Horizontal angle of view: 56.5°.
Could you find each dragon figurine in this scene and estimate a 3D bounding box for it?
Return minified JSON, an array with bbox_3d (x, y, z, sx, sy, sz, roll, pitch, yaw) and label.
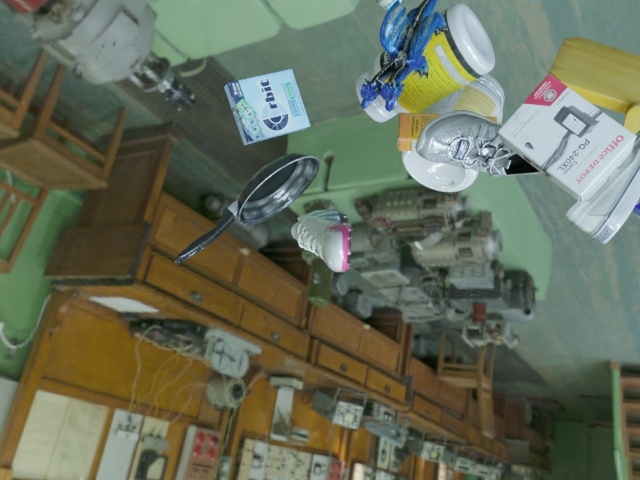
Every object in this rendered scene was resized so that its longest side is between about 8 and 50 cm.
[{"bbox_3d":[0.156,-0.356,1.026,0.085,0.289,0.144,26,-159,15],"label":"dragon figurine"}]

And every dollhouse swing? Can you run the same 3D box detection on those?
[{"bbox_3d":[0.731,-0.310,1.502,0.305,0.347,0.315,12,132,24],"label":"dollhouse swing"}]

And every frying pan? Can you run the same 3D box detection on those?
[{"bbox_3d":[-0.136,-0.063,1.176,0.326,0.053,0.197,-39,166,2],"label":"frying pan"}]

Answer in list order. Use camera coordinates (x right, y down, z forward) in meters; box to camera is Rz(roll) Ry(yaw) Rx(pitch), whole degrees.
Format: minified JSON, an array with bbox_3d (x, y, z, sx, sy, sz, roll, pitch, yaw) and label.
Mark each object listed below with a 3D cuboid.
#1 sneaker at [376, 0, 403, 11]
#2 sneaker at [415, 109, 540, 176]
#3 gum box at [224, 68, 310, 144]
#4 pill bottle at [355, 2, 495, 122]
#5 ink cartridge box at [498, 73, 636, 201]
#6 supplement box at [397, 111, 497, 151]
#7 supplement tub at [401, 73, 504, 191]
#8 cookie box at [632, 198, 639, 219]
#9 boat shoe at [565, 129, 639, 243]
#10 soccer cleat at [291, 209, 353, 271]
[{"bbox_3d":[0.167,-0.600,1.194,0.122,0.110,0.283,22,135,-15],"label":"sneaker"},{"bbox_3d":[0.321,-0.178,1.142,0.281,0.115,0.105,-1,126,-18],"label":"sneaker"},{"bbox_3d":[-0.135,-0.344,1.533,0.184,0.157,0.041,-21,-174,-28],"label":"gum box"},{"bbox_3d":[0.263,-0.446,1.552,0.334,0.188,0.188,-25,141,36],"label":"pill bottle"},{"bbox_3d":[0.349,-0.144,0.848,0.150,0.109,0.063,44,-169,19],"label":"ink cartridge box"},{"bbox_3d":[0.306,-0.260,1.446,0.233,0.078,0.080,4,166,6],"label":"supplement box"},{"bbox_3d":[0.412,-0.340,1.823,0.241,0.331,0.241,23,152,13],"label":"supplement tub"},{"bbox_3d":[0.663,-0.096,1.189,0.107,0.092,0.040,-34,128,7],"label":"cookie box"},{"bbox_3d":[0.481,-0.109,0.974,0.088,0.267,0.096,34,157,12],"label":"boat shoe"},{"bbox_3d":[0.000,0.000,1.431,0.143,0.116,0.331,1,-167,-2],"label":"soccer cleat"}]
